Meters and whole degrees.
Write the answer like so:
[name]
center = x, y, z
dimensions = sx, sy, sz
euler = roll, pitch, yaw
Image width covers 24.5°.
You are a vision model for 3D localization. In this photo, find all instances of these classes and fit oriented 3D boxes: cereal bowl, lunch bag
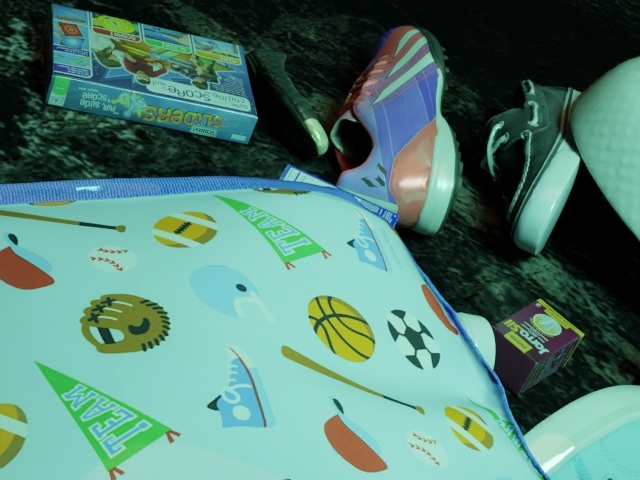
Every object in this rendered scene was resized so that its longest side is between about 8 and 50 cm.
[cereal bowl]
center = 0.414, -0.064, 1.474
dimensions = 0.339, 0.141, 0.339
euler = 33, 28, -21
[lunch bag]
center = -0.062, 0.130, 0.925
dimensions = 0.386, 0.238, 0.327
euler = -8, 45, -24

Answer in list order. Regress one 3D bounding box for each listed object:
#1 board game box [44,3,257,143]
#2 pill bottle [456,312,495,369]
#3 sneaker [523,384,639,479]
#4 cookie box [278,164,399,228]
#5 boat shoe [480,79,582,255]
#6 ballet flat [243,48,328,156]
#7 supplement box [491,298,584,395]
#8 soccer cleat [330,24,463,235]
[board game box]
center = -0.168, -0.164, 1.447
dimensions = 0.201, 0.035, 0.136
euler = 11, 35, -18
[pill bottle]
center = 0.049, 0.084, 1.179
dimensions = 0.169, 0.094, 0.094
euler = 8, 36, -21
[sneaker]
center = 0.267, 0.199, 1.116
dimensions = 0.366, 0.135, 0.150
euler = -7, 41, -37
[cookie box]
center = 0.000, 0.000, 1.271
dimensions = 0.107, 0.091, 0.040
euler = 24, 30, 3
[boat shoe]
center = 0.211, -0.087, 1.506
dimensions = 0.102, 0.108, 0.301
euler = 21, 34, 4
[ballet flat]
center = -0.029, -0.144, 1.479
dimensions = 0.049, 0.057, 0.173
euler = -16, 45, -17
[supplement box]
center = 0.183, 0.093, 1.294
dimensions = 0.055, 0.043, 0.083
euler = 41, 38, 22
[soccer cleat]
center = 0.064, -0.128, 1.480
dimensions = 0.117, 0.108, 0.318
euler = 11, 38, -11
